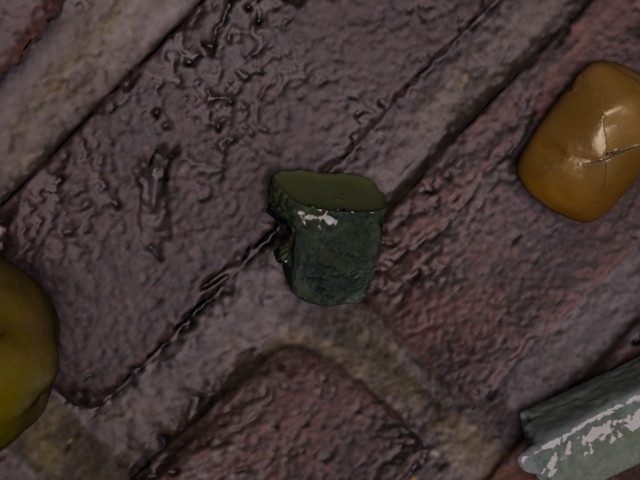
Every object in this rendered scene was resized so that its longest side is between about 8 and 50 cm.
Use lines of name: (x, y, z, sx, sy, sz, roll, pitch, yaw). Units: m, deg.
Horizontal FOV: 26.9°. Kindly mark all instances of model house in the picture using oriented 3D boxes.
model house: (0.000, 0.000, 0.933, 0.078, 0.066, 0.083, 1, 119, -20)

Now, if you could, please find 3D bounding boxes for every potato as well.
potato: (-0.270, 0.070, 0.859, 0.200, 0.137, 0.155, 14, 98, -10)

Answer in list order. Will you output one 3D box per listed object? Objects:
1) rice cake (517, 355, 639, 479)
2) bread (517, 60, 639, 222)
rice cake: (0.239, 0.125, 0.986, 0.206, 0.063, 0.069, -28, 110, -1)
bread: (0.196, -0.068, 0.943, 0.082, 0.056, 0.115, 38, 94, -13)
